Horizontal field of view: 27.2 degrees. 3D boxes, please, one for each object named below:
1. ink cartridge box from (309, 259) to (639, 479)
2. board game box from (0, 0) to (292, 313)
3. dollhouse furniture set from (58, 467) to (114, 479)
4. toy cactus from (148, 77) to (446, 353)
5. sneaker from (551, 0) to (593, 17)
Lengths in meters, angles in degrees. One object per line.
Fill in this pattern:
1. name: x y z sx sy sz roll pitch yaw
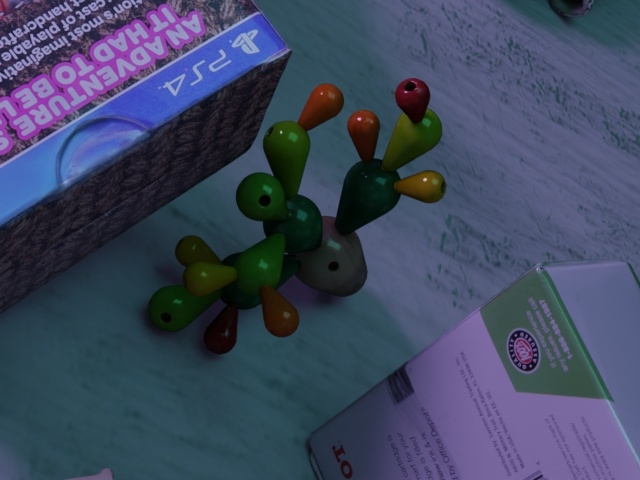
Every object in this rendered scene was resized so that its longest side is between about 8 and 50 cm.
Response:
1. ink cartridge box: 0.113 0.134 0.776 0.093 0.219 0.160 -2 61 -44
2. board game box: -0.202 -0.128 0.718 0.232 0.141 0.291 -34 82 -21
3. dollhouse furniture set: -0.168 0.159 0.638 0.152 0.076 0.058 -3 58 -29
4. toy cactus: 0.000 0.000 0.841 0.112 0.219 0.180 43 -1 25
5. sneaker: 0.267 -0.311 1.349 0.410 0.158 0.182 4 87 -39
